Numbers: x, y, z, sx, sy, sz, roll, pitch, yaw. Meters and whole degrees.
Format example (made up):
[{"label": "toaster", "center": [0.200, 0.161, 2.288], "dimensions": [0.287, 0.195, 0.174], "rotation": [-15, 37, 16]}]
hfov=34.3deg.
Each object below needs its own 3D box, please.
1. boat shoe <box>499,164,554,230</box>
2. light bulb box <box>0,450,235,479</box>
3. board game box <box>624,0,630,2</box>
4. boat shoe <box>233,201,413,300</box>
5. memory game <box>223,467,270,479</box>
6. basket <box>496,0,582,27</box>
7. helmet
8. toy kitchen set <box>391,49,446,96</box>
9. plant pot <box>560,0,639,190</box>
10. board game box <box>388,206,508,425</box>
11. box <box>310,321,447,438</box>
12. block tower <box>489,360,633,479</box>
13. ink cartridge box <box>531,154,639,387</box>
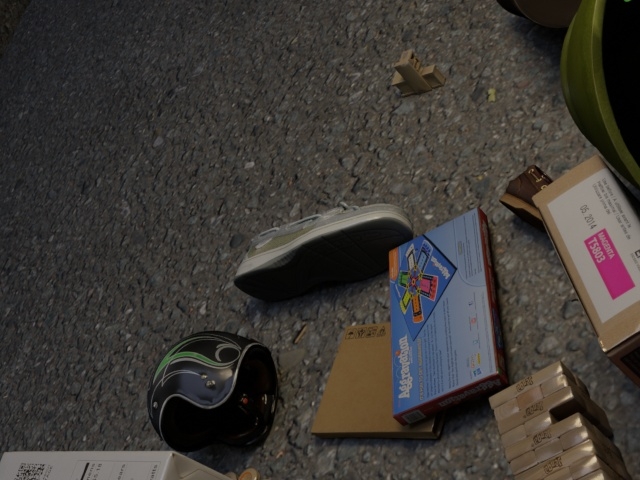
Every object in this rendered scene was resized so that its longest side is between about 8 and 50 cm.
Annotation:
[{"label": "boat shoe", "center": [0.294, -0.038, 1.258], "dimensions": [0.073, 0.073, 0.207], "rotation": [-49, 34, 3]}, {"label": "light bulb box", "center": [-0.265, 0.453, 1.243], "dimensions": [0.361, 0.225, 0.357], "rotation": [-10, 53, 43]}, {"label": "board game box", "center": [0.425, -0.241, 1.296], "dimensions": [0.043, 0.092, 0.181], "rotation": [-43, 34, 7]}, {"label": "boat shoe", "center": [0.001, 0.002, 1.511], "dimensions": [0.320, 0.118, 0.103], "rotation": [-23, 45, 42]}, {"label": "memory game", "center": [-0.126, 0.384, 1.362], "dimensions": [0.186, 0.012, 0.186], "rotation": [-29, 39, 27]}, {"label": "basket", "center": [0.321, -0.372, 1.414], "dimensions": [0.204, 0.154, 0.227], "rotation": [-40, 10, 23]}, {"label": "helmet", "center": [-0.157, 0.208, 1.438], "dimensions": [0.162, 0.169, 0.169], "rotation": [-5, 51, 25]}, {"label": "toy kitchen set", "center": [0.153, -0.286, 1.662], "dimensions": [0.083, 0.068, 0.075], "rotation": [-10, 49, 42]}, {"label": "plant pot", "center": [0.397, -0.182, 1.020], "dimensions": [0.366, 0.366, 0.353], "rotation": [-46, 6, 3]}, {"label": "board game box", "center": [0.153, 0.088, 1.294], "dimensions": [0.145, 0.027, 0.281], "rotation": [-26, 37, 25]}, {"label": "box", "center": [0.087, 0.176, 1.323], "dimensions": [0.201, 0.021, 0.164], "rotation": [-10, 49, 42]}, {"label": "block tower", "center": [0.256, 0.276, 0.977], "dimensions": [0.097, 0.091, 0.335], "rotation": [-34, 38, 22]}, {"label": "ink cartridge box", "center": [0.324, 0.055, 1.027], "dimensions": [0.088, 0.193, 0.234], "rotation": [-36, 37, 20]}]
